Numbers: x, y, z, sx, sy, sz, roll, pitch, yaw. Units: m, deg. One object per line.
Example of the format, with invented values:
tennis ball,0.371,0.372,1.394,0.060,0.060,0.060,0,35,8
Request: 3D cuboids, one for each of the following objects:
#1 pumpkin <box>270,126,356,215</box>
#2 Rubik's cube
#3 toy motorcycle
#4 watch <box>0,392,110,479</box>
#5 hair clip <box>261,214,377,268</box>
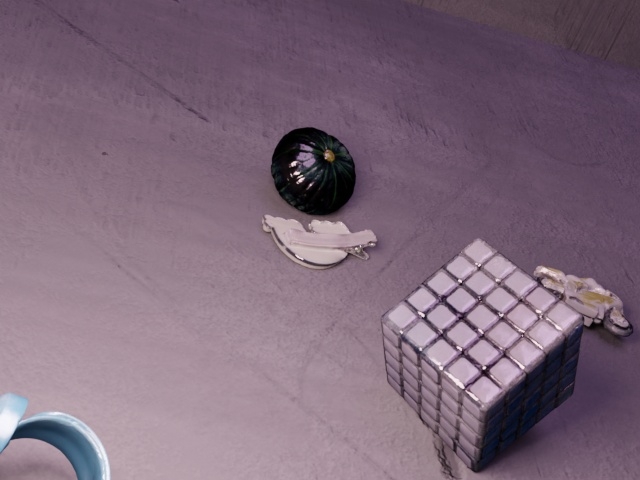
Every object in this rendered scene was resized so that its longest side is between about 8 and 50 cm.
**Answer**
pumpkin,-0.013,-0.142,2.105,0.194,0.150,0.194,10,45,-10
Rubik's cube,0.260,0.184,1.655,0.237,0.237,0.238,-35,57,-20
toy motorcycle,0.546,0.120,2.118,0.228,0.074,0.151,26,31,10
watch,-0.372,0.307,1.277,0.193,0.211,0.211,33,31,-16
hair clip,0.000,0.000,2.006,0.220,0.054,0.140,4,42,-21
